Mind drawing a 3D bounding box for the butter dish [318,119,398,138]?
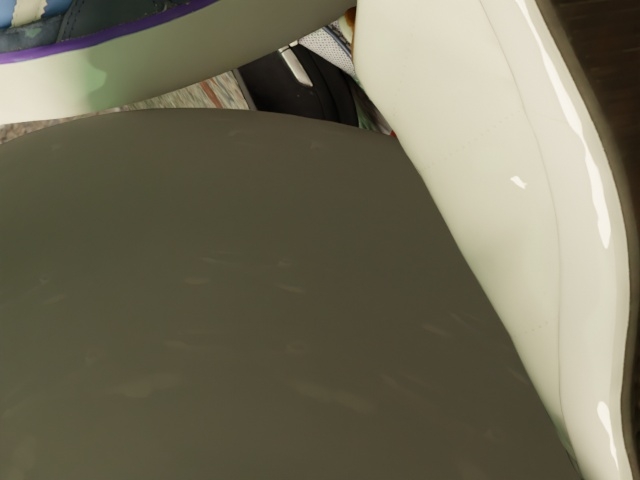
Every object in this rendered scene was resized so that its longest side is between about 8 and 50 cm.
[{"bbox_3d":[0.000,0.000,0.924,0.118,0.160,0.160,22,-174,-22],"label":"butter dish"}]

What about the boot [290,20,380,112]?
[{"bbox_3d":[-0.026,-0.121,0.912,0.190,0.086,0.069,55,173,-1],"label":"boot"}]

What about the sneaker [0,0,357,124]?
[{"bbox_3d":[-0.134,-0.180,0.811,0.130,0.323,0.236,-41,-63,-55],"label":"sneaker"}]

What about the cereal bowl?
[{"bbox_3d":[-0.006,0.091,0.701,0.339,0.339,0.141,48,132,42],"label":"cereal bowl"}]

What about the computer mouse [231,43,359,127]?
[{"bbox_3d":[-0.036,-0.133,1.066,0.184,0.060,0.262,66,179,-78],"label":"computer mouse"}]

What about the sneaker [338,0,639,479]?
[{"bbox_3d":[0.079,-0.028,0.551,0.123,0.106,0.290,32,149,50],"label":"sneaker"}]
